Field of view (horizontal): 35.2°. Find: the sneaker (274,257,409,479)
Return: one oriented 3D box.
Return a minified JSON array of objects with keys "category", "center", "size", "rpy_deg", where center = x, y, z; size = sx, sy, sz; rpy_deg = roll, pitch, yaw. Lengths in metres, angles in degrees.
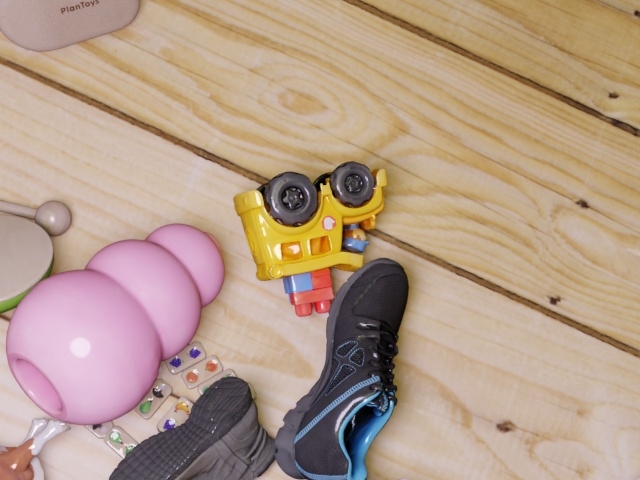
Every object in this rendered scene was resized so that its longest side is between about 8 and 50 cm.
[{"category":"sneaker","center":[0.066,0.187,1.419],"size":[0.125,0.139,0.341],"rpy_deg":[34,71,-38]}]

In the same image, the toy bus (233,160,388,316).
[{"category":"toy bus","center":[0.000,0.000,1.493],"size":[0.220,0.149,0.212],"rpy_deg":[-12,87,-16]}]

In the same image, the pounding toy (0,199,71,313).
[{"category":"pounding toy","center":[-0.455,0.046,1.430],"size":[0.182,0.110,0.237],"rpy_deg":[4,41,3]}]

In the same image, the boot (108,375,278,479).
[{"category":"boot","center":[-0.157,0.311,1.338],"size":[0.246,0.161,0.083],"rpy_deg":[-39,39,-27]}]

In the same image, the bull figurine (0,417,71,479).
[{"category":"bull figurine","center":[-0.447,0.293,1.336],"size":[0.310,0.101,0.188],"rpy_deg":[32,66,0]}]

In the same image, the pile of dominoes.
[{"category":"pile of dominoes","center":[-0.237,0.211,1.429],"size":[0.251,0.040,0.196],"rpy_deg":[39,70,4]}]

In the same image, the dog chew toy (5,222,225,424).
[{"category":"dog chew toy","center":[-0.258,0.095,1.370],"size":[0.206,0.207,0.332],"rpy_deg":[44,54,7]}]

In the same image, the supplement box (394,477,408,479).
[{"category":"supplement box","center":[-0.001,0.384,1.361],"size":[0.239,0.130,0.073],"rpy_deg":[-9,74,-11]}]

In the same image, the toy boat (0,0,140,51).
[{"category":"toy boat","center":[-0.405,-0.397,1.570],"size":[0.231,0.151,0.151],"rpy_deg":[-20,46,-16]}]
